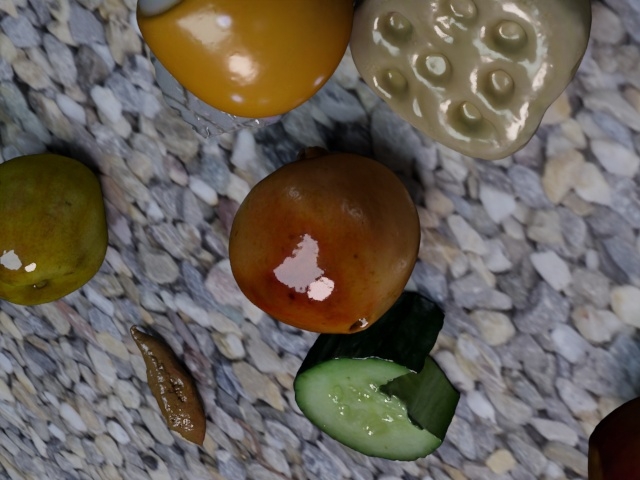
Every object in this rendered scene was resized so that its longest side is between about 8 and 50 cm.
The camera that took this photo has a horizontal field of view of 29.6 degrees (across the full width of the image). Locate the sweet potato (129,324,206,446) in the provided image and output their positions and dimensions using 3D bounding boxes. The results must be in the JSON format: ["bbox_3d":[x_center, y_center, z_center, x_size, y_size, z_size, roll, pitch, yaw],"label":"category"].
[{"bbox_3d":[-0.211,0.206,1.706,0.060,0.068,0.206,-23,100,26],"label":"sweet potato"}]

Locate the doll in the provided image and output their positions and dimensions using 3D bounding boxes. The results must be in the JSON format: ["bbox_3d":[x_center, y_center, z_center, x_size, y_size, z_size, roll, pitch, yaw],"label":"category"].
[{"bbox_3d":[-0.042,-0.229,1.102,0.236,0.213,0.213,-31,102,23],"label":"doll"}]

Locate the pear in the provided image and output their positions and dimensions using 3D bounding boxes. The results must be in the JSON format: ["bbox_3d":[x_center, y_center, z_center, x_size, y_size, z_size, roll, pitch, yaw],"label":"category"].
[{"bbox_3d":[-0.370,-0.012,1.574,0.200,0.200,0.200,19,130,24],"label":"pear"}]

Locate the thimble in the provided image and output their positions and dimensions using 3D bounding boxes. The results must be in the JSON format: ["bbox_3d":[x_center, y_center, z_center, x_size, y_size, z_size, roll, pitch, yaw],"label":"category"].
[{"bbox_3d":[-0.096,-0.192,1.288,0.118,0.127,0.151,-6,122,39],"label":"thimble"}]

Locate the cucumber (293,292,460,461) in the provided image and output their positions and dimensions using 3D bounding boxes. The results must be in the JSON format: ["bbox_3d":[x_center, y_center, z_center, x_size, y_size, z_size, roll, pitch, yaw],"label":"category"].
[{"bbox_3d":[0.068,0.166,1.439,0.191,0.130,0.191,19,135,21],"label":"cucumber"}]

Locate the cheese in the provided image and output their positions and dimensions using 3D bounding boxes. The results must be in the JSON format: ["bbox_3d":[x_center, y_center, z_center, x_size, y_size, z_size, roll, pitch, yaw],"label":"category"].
[{"bbox_3d":[0.144,-0.185,1.133,0.235,0.117,0.218,7,127,34],"label":"cheese"}]

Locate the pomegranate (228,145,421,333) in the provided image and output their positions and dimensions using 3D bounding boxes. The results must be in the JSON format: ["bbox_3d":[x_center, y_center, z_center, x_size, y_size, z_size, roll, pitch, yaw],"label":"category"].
[{"bbox_3d":[0.001,0.005,1.307,0.209,0.209,0.209,19,130,24],"label":"pomegranate"}]

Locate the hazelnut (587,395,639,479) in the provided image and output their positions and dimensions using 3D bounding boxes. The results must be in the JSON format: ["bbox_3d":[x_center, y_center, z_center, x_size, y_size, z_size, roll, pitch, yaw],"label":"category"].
[{"bbox_3d":[0.389,0.260,1.242,0.217,0.217,0.251,-10,124,39],"label":"hazelnut"}]
